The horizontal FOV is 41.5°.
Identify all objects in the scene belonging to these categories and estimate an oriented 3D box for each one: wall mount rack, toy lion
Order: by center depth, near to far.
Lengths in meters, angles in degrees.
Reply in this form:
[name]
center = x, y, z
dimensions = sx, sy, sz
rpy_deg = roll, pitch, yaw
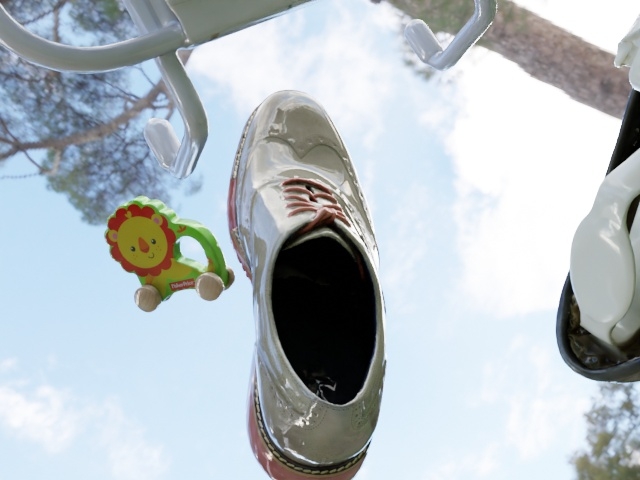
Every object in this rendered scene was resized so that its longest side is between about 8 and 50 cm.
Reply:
[wall mount rack]
center = -0.059, -0.215, 0.517
dimensions = 0.350, 0.304, 0.130
rpy_deg = -25, -6, -22
[toy lion]
center = -0.131, 0.008, 0.709
dimensions = 0.034, 0.100, 0.096
rpy_deg = -44, -60, -63

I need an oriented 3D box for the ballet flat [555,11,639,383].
[ballet flat]
center = 0.170, -0.045, 0.372
dimensions = 0.096, 0.095, 0.280
rpy_deg = -14, -56, -35

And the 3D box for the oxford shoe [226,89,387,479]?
[oxford shoe]
center = 0.000, 0.000, 0.638
dimensions = 0.123, 0.348, 0.130
rpy_deg = 0, -34, -14
